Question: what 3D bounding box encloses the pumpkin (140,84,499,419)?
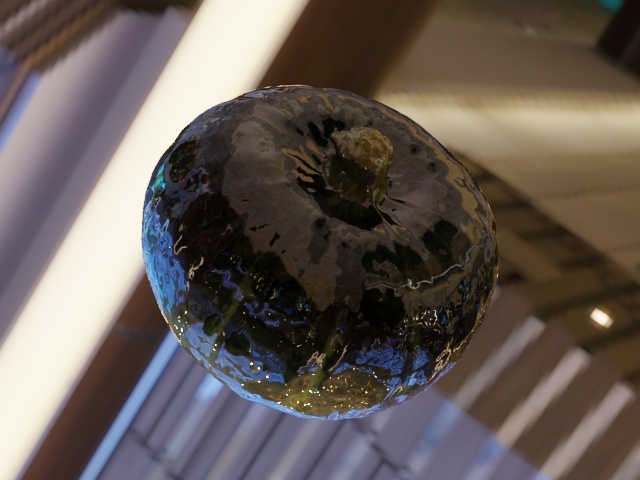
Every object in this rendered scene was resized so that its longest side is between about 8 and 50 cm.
[{"bbox_3d":[-0.001,0.003,0.868,0.167,0.167,0.125,34,155,7],"label":"pumpkin"}]
